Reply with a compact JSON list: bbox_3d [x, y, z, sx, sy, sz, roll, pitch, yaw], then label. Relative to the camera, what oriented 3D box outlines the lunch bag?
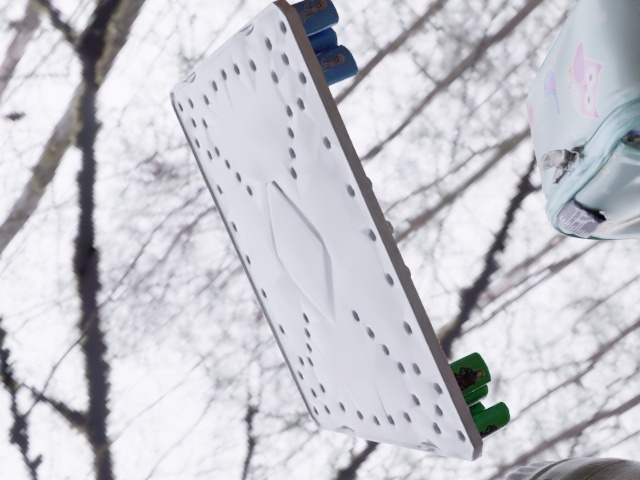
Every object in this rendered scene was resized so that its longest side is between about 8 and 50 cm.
[{"bbox_3d":[0.260,-0.073,0.683,0.279,0.224,0.108,-2,-104,-5],"label":"lunch bag"}]

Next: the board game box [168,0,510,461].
[{"bbox_3d":[0.000,0.000,1.119,0.050,0.390,0.390,-25,-86,-20],"label":"board game box"}]

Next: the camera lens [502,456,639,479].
[{"bbox_3d":[0.261,0.277,0.886,0.219,0.274,0.220,1,-91,-39],"label":"camera lens"}]
